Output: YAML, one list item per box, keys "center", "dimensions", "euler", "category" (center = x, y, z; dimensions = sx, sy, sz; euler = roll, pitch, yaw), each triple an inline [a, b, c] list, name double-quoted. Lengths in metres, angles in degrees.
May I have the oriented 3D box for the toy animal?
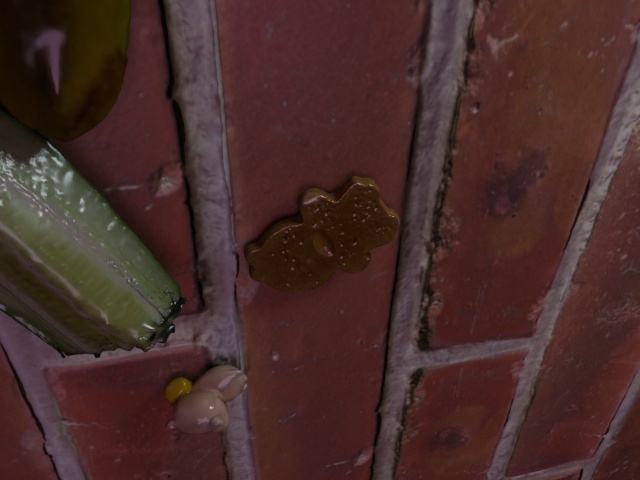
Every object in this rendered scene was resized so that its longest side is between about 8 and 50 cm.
- center: [-0.146, 0.224, 0.685]
  dimensions: [0.114, 0.082, 0.091]
  euler: [-20, 127, -3]
  category: "toy animal"

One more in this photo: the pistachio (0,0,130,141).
- center: [-0.210, -0.172, 0.396]
  dimensions: [0.110, 0.100, 0.189]
  euler: [15, 129, 1]
  category: "pistachio"

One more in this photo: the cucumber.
- center: [-0.279, -0.018, 0.478]
  dimensions: [0.145, 0.105, 0.325]
  euler: [-14, 131, 27]
  category: "cucumber"

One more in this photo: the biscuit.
- center: [0.005, 0.000, 0.612]
  dimensions: [0.184, 0.027, 0.133]
  euler: [-43, 124, 16]
  category: "biscuit"
